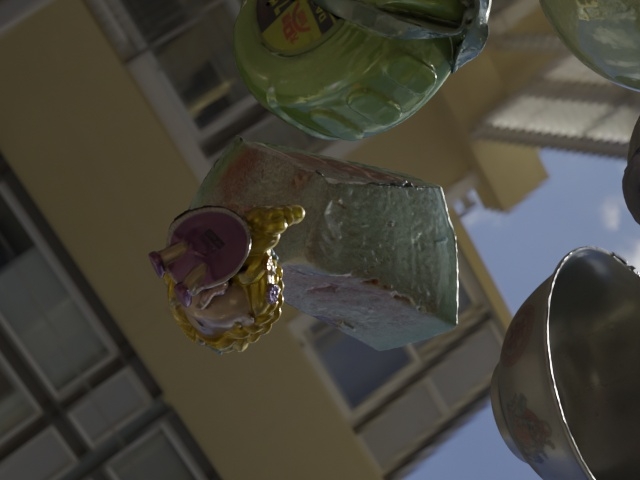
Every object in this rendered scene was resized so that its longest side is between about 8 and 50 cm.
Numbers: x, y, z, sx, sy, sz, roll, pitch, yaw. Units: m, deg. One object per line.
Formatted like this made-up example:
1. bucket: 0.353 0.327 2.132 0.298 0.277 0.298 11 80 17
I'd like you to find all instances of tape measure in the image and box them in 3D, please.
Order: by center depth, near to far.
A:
1. tape measure: 0.026 -0.149 0.958 0.175 0.106 0.200 -48 -135 18

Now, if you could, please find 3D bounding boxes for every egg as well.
1. egg: 0.286 -0.221 1.291 0.186 0.253 0.186 -34 -139 36

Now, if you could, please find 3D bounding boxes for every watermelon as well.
1. watermelon: 0.000 0.000 1.904 0.258 0.387 0.228 -8 119 -77

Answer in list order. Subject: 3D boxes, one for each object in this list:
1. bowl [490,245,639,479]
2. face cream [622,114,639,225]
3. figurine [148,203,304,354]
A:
1. bowl: 0.312 0.191 1.864 0.157 0.345 0.345 -22 -156 37
2. face cream: 0.403 -0.109 1.206 0.420 0.234 0.137 -26 -124 -30
3. figurine: -0.058 0.027 1.120 0.115 0.156 0.094 -27 -119 -9
